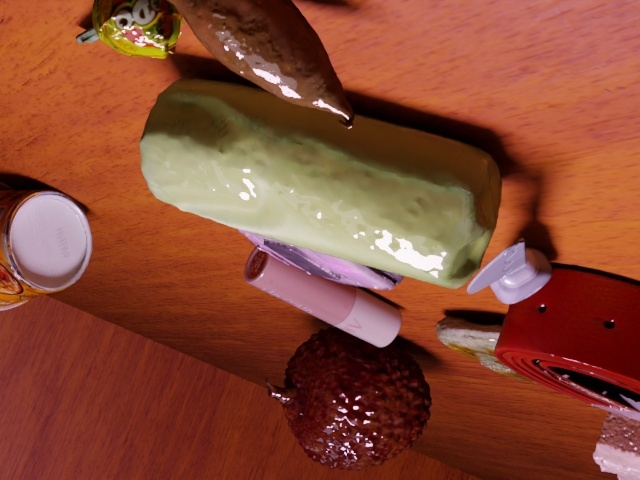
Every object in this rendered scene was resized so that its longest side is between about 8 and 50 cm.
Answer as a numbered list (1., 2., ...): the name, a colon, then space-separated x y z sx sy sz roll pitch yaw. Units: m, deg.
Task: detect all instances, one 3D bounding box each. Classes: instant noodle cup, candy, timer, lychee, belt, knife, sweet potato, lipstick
1. instant noodle cup: -0.490 0.006 1.916 0.172 0.216 0.216 -5 152 44
2. candy: -0.178 -0.190 1.015 0.073 0.077 0.262 3 -178 -22
3. timer: 0.000 0.000 1.461 0.191 0.069 0.208 9 164 48
4. lychee: 0.048 0.279 2.061 0.300 0.264 0.264 4 170 -15
5. belt: 0.370 0.138 1.367 0.324 0.115 0.227 21 168 -5
6. candy: -0.001 -0.059 1.102 0.343 0.132 0.142 16 173 16
7. knife: 0.184 0.032 1.171 0.044 0.080 0.331 61 -169 12
8. sweet potato: -0.075 -0.180 0.870 0.269 0.075 0.075 37 162 -18
9. lipstick: 0.006 0.083 1.761 0.254 0.070 0.070 28 164 -29

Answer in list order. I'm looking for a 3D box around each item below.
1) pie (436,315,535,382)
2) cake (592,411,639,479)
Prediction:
1. pie: 0.284 0.159 1.700 0.240 0.054 0.240 17 167 4
2. cake: 0.492 0.288 1.702 0.134 0.147 0.135 8 160 40
